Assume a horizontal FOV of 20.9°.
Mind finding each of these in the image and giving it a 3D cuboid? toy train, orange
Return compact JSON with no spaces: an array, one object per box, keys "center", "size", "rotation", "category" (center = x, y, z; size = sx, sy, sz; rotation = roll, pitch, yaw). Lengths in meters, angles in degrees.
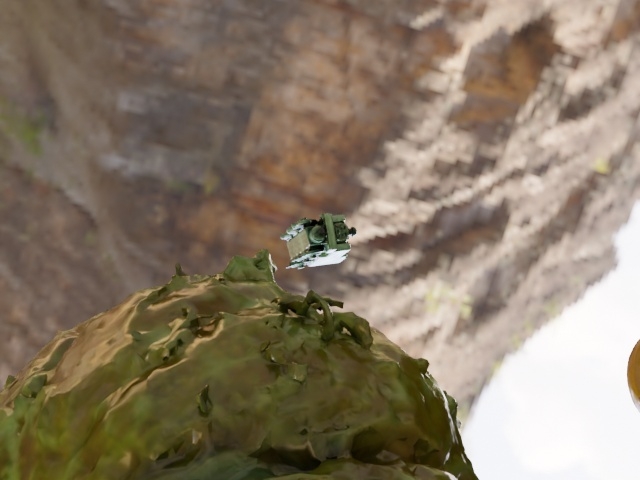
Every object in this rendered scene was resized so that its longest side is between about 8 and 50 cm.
[{"center":[0.000,0.000,1.348],"size":[0.053,0.033,0.083],"rotation":[-8,171,-15],"category":"toy train"},{"center":[-0.044,0.163,0.750],"size":[0.223,0.300,0.301],"rotation":[15,-137,-45],"category":"orange"}]

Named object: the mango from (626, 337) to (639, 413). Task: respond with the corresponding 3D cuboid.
[{"center":[0.324,0.131,1.443],"size":[0.187,0.101,0.066],"rotation":[41,168,45],"category":"mango"}]
